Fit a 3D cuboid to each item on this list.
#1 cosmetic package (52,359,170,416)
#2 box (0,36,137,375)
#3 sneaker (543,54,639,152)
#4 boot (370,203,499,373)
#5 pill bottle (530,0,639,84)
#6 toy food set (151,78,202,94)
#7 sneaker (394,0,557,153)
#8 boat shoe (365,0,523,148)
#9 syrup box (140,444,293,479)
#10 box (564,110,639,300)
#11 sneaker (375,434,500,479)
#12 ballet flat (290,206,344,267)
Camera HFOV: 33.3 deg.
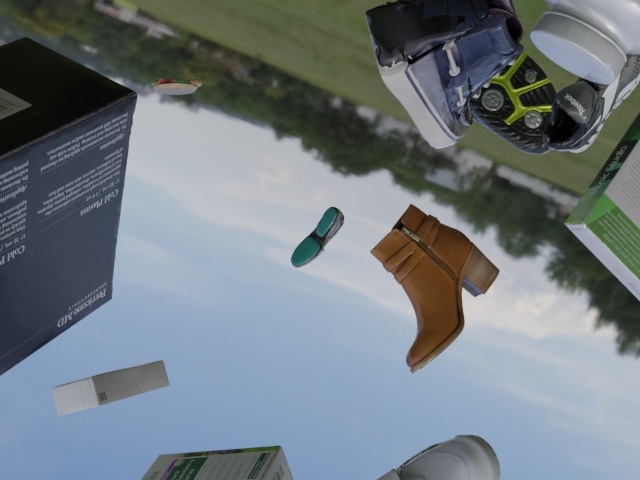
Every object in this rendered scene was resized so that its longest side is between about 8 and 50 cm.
[{"bbox_3d":[-0.399,0.281,2.060,0.099,0.060,0.239,-19,174,23],"label":"cosmetic package"},{"bbox_3d":[-0.394,-0.015,1.201,0.179,0.312,0.343,27,-144,19],"label":"box"},{"bbox_3d":[0.413,-0.224,1.629,0.078,0.234,0.106,44,-142,24],"label":"sneaker"},{"bbox_3d":[0.124,0.061,1.389,0.152,0.197,0.073,38,154,-2],"label":"boot"},{"bbox_3d":[0.405,-0.368,1.365,0.181,0.323,0.181,32,180,0],"label":"pill bottle"},{"bbox_3d":[-0.265,-0.282,1.954,0.083,0.020,0.082,-3,177,45],"label":"toy food set"},{"bbox_3d":[0.280,-0.296,1.936,0.384,0.145,0.147,42,178,11],"label":"sneaker"},{"bbox_3d":[0.179,-0.210,1.309,0.158,0.127,0.340,-16,167,16],"label":"boat shoe"},{"bbox_3d":[-0.167,0.397,1.700,0.237,0.096,0.093,-8,-158,25],"label":"syrup box"},{"bbox_3d":[0.596,-0.076,1.886,0.232,0.322,0.058,43,161,-17],"label":"box"},{"bbox_3d":[0.075,0.396,1.444,0.137,0.366,0.210,55,-163,24],"label":"sneaker"},{"bbox_3d":[0.000,0.000,1.671,0.041,0.114,0.041,37,-172,-6],"label":"ballet flat"}]
